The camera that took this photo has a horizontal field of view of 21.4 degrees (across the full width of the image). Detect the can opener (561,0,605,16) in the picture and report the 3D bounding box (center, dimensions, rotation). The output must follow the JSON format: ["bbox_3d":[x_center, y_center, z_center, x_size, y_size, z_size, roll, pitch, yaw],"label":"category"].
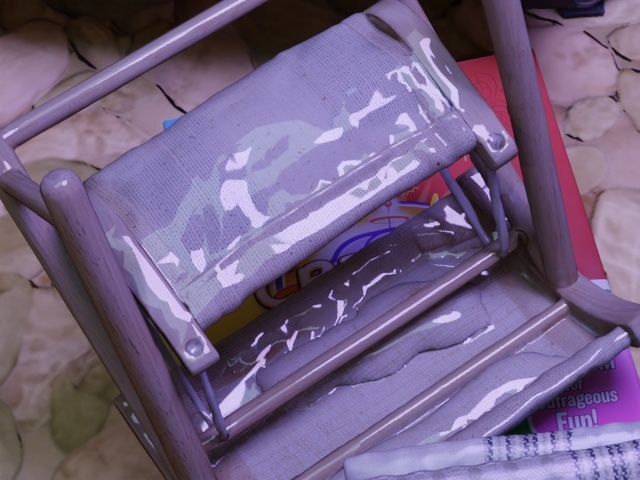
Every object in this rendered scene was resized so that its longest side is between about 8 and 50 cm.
[{"bbox_3d":[0.264,-0.208,1.127,0.283,0.076,0.095,-5,59,2],"label":"can opener"}]

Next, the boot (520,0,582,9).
[{"bbox_3d":[-0.023,-0.298,1.136,0.445,0.146,0.367,3,43,21],"label":"boot"}]

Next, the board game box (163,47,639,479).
[{"bbox_3d":[0.047,0.048,0.995,0.242,0.064,0.316,-12,58,-2],"label":"board game box"}]

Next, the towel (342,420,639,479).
[{"bbox_3d":[0.138,0.241,0.787,0.324,0.056,0.312,-8,87,-3],"label":"towel"}]

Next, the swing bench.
[{"bbox_3d":[0.000,0.000,0.873,0.253,0.254,0.165,-32,24,-15],"label":"swing bench"}]
